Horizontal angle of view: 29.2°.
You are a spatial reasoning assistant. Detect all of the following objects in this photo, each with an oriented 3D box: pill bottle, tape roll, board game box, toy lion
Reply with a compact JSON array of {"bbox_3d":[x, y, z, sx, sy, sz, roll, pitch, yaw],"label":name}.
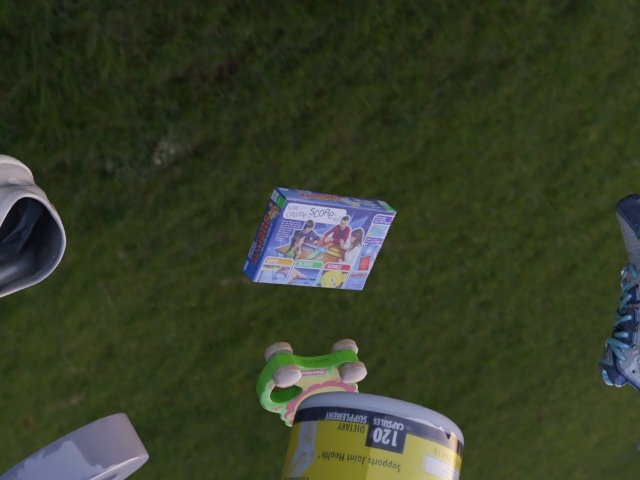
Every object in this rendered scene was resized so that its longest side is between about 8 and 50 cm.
[{"bbox_3d":[0.019,0.187,0.704,0.103,0.184,0.103,10,159,4],"label":"pill bottle"},{"bbox_3d":[-0.351,0.327,1.717,0.219,0.072,0.219,-31,168,-7],"label":"tape roll"},{"bbox_3d":[0.000,0.000,1.752,0.201,0.035,0.136,7,116,-38],"label":"board game box"},{"bbox_3d":[-0.010,0.127,1.049,0.100,0.034,0.096,1,135,-28],"label":"toy lion"}]

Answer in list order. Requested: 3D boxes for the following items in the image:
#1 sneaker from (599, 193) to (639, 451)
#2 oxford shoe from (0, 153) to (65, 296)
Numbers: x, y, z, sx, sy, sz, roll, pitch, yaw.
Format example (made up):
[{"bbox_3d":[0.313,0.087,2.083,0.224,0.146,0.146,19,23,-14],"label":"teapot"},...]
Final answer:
[{"bbox_3d":[0.335,0.094,1.243,0.122,0.282,0.110,-18,173,9],"label":"sneaker"},{"bbox_3d":[-0.401,0.026,1.122,0.449,0.130,0.169,-26,146,-54],"label":"oxford shoe"}]
